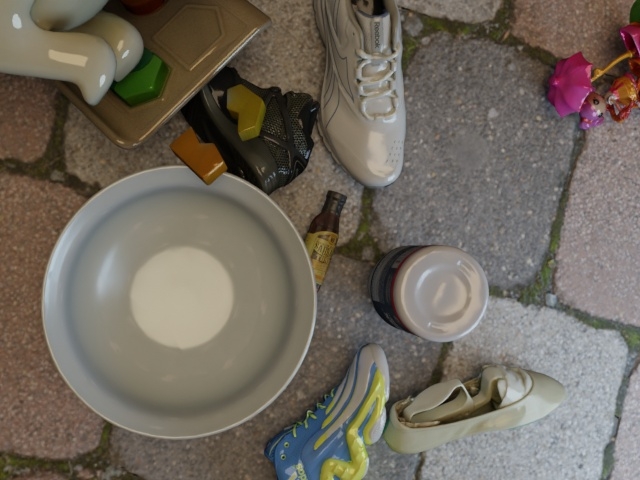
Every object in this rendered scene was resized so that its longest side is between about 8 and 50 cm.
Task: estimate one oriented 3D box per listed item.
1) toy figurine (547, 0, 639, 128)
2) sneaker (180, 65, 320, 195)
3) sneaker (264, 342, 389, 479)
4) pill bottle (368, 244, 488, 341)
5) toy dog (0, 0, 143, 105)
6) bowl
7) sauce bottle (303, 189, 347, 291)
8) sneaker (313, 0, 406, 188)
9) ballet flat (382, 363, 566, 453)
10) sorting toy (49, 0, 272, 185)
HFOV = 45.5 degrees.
[{"bbox_3d":[0.383,-0.206,1.012,0.159,0.130,0.173,-26,119,4],"label":"toy figurine"},{"bbox_3d":[-0.090,-0.166,0.930,0.130,0.087,0.227,-32,77,-31],"label":"sneaker"},{"bbox_3d":[0.003,0.235,0.932,0.126,0.091,0.240,14,88,-9],"label":"sneaker"},{"bbox_3d":[0.117,0.058,0.908,0.108,0.180,0.107,0,89,-10],"label":"pill bottle"},{"bbox_3d":[-0.285,-0.315,0.722,0.408,0.284,0.395,-13,100,9],"label":"toy dog"},{"bbox_3d":[-0.158,0.067,0.884,0.298,0.134,0.297,0,89,-9],"label":"bowl"},{"bbox_3d":[0.000,0.000,0.959,0.042,0.042,0.128,19,87,-9],"label":"sauce bottle"},{"bbox_3d":[0.051,-0.210,0.928,0.111,0.129,0.297,-10,92,-12],"label":"sneaker"},{"bbox_3d":[0.196,0.202,0.964,0.249,0.086,0.086,-17,92,-10],"label":"ballet flat"},{"bbox_3d":[-0.171,-0.209,0.859,0.229,0.041,0.307,-44,65,-9],"label":"sorting toy"}]
